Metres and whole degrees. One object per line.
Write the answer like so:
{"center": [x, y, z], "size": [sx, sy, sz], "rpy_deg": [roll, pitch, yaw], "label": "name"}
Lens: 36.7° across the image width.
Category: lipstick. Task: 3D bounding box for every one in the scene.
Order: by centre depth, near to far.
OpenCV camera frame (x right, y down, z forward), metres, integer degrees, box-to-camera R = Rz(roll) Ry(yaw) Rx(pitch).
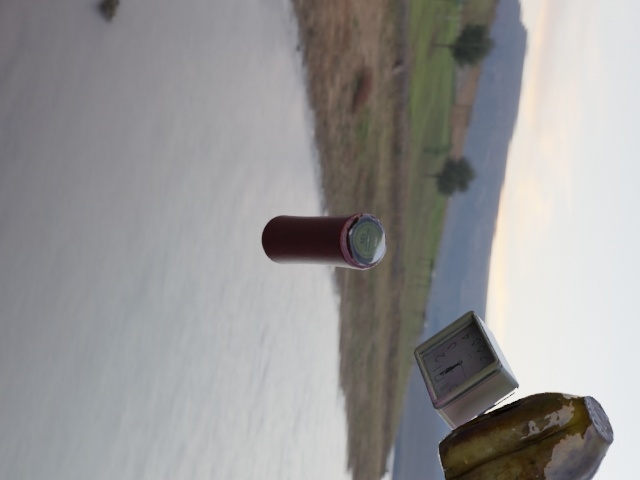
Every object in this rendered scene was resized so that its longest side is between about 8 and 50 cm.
{"center": [0.000, 0.000, 1.393], "size": [0.241, 0.080, 0.080], "rpy_deg": [1, -96, 58], "label": "lipstick"}

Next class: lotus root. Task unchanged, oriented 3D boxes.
{"center": [0.324, 0.347, 1.529], "size": [0.193, 0.291, 0.193], "rpy_deg": [57, 14, -22], "label": "lotus root"}

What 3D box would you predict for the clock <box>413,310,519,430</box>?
{"center": [0.256, 0.231, 1.729], "size": [0.071, 0.147, 0.192], "rpy_deg": [49, 13, -25], "label": "clock"}
